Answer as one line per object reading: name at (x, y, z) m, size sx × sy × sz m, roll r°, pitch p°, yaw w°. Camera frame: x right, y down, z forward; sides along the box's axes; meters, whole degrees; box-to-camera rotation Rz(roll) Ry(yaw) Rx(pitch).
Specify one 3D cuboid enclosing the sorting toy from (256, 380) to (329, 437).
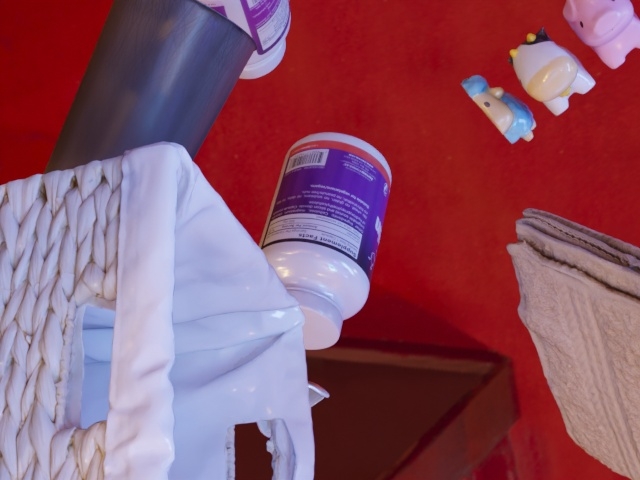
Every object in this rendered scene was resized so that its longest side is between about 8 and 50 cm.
sorting toy at (-0.044, 0.170, 0.969) m, size 0.083 × 0.075 × 0.045 m, roll -35°, pitch 66°, yaw 6°

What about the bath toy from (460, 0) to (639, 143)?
bath toy at (0.356, -0.281, 1.181) m, size 0.348 × 0.151 × 0.129 m, roll -40°, pitch 95°, yaw 19°

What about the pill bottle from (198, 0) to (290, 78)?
pill bottle at (-0.137, -0.375, 1.390) m, size 0.169 × 0.301 × 0.169 m, roll -2°, pitch 72°, yaw 6°

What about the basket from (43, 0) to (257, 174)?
basket at (-0.185, -0.135, 0.937) m, size 0.154 × 0.204 × 0.227 m, roll 26°, pitch 91°, yaw -16°

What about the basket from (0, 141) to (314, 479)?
basket at (-0.170, 0.153, 0.701) m, size 0.266 × 0.331 × 0.328 m, roll -10°, pitch 61°, yaw 11°

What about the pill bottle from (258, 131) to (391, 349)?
pill bottle at (0.000, 0.000, 1.391) m, size 0.182 × 0.323 × 0.181 m, roll 10°, pitch 145°, yaw 7°

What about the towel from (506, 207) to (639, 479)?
towel at (0.243, 0.111, 0.701) m, size 0.187 × 0.049 × 0.282 m, roll 33°, pitch 154°, yaw 57°
